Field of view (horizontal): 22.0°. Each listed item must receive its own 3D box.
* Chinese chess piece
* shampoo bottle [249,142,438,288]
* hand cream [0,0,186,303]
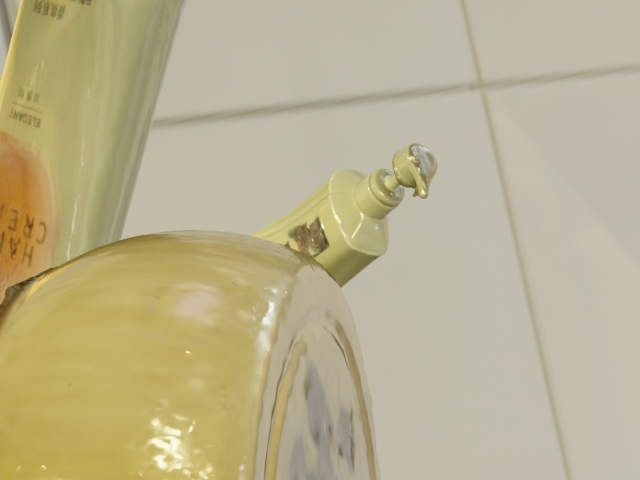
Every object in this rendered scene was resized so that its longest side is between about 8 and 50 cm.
[{"bbox_3d":[-0.046,0.124,0.596,0.104,0.257,0.257,-3,0,13],"label":"Chinese chess piece"},{"bbox_3d":[0.000,0.000,0.681,0.034,0.049,0.141,22,-42,-29],"label":"shampoo bottle"},{"bbox_3d":[-0.124,-0.066,0.802,0.124,0.341,0.077,20,5,43],"label":"hand cream"}]
